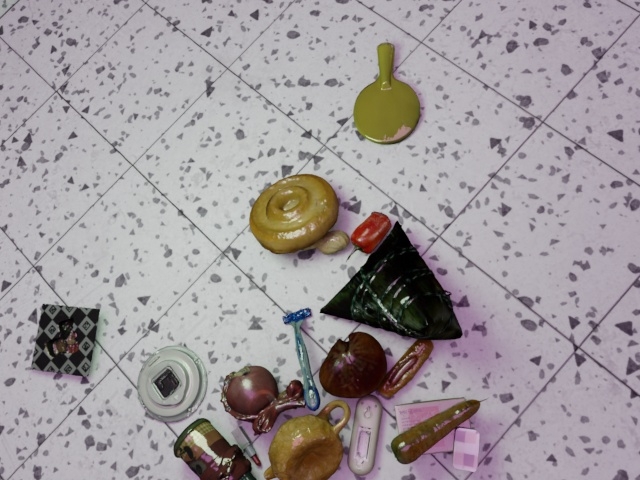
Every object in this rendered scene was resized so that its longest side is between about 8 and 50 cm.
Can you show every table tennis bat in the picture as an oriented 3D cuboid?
[{"bbox_3d":[0.221,-0.498,1.766,0.224,0.054,0.368,-3,78,11],"label":"table tennis bat"}]

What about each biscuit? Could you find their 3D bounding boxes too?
[{"bbox_3d":[-0.088,-0.095,1.638,0.297,0.102,0.296,-12,50,15],"label":"biscuit"}]

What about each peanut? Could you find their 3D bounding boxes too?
[{"bbox_3d":[0.000,0.000,1.651,0.187,0.082,0.082,9,76,13],"label":"peanut"}]

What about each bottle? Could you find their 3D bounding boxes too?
[{"bbox_3d":[-0.284,0.635,1.481,0.271,0.156,0.143,35,89,22],"label":"bottle"}]

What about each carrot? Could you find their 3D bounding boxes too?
[{"bbox_3d":[0.323,0.497,1.393,0.298,0.078,0.078,-31,71,-2],"label":"carrot"}]

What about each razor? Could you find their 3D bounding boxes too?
[{"bbox_3d":[-0.051,0.336,1.518,0.093,0.056,0.324,-19,50,6],"label":"razor"}]

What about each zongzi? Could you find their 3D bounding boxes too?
[{"bbox_3d":[0.182,0.183,1.507,0.362,0.319,0.383,-41,55,11],"label":"zongzi"}]

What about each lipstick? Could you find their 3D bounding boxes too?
[{"bbox_3d":[-0.213,0.611,1.541,0.030,0.030,0.129,-40,71,-2],"label":"lipstick"}]

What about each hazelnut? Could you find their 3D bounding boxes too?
[{"bbox_3d":[0.090,0.360,1.484,0.204,0.178,0.178,-27,71,3],"label":"hazelnut"}]

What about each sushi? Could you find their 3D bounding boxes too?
[{"bbox_3d":[-0.832,0.329,1.731,0.231,0.047,0.219,3,80,16],"label":"sushi"}]

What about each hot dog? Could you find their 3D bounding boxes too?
[{"bbox_3d":[0.250,0.370,1.514,0.066,0.047,0.215,43,86,16],"label":"hot dog"}]

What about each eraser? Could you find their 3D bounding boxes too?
[{"bbox_3d":[0.387,0.554,1.385,0.065,0.026,0.105,4,77,14],"label":"eraser"}]

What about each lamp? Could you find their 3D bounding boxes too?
[{"bbox_3d":[-0.172,0.449,1.522,0.215,0.151,0.223,-38,77,-16],"label":"lamp"}]

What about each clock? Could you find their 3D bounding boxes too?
[{"bbox_3d":[-0.473,0.445,1.627,0.237,0.053,0.236,-3,73,10],"label":"clock"}]

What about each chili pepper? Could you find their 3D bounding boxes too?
[{"bbox_3d":[0.137,-0.003,1.620,0.084,0.086,0.192,44,75,-12],"label":"chili pepper"}]

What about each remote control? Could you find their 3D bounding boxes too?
[{"bbox_3d":[0.127,0.553,1.487,0.078,0.042,0.221,8,76,14],"label":"remote control"}]

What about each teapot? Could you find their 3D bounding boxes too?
[{"bbox_3d":[-0.041,0.561,1.460,0.311,0.203,0.167,-47,29,-3],"label":"teapot"}]

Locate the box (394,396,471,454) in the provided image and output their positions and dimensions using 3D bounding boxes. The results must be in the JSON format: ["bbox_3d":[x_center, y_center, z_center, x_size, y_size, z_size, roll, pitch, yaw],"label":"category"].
[{"bbox_3d":[0.316,0.518,1.453,0.201,0.058,0.141,-8,73,9],"label":"box"}]
